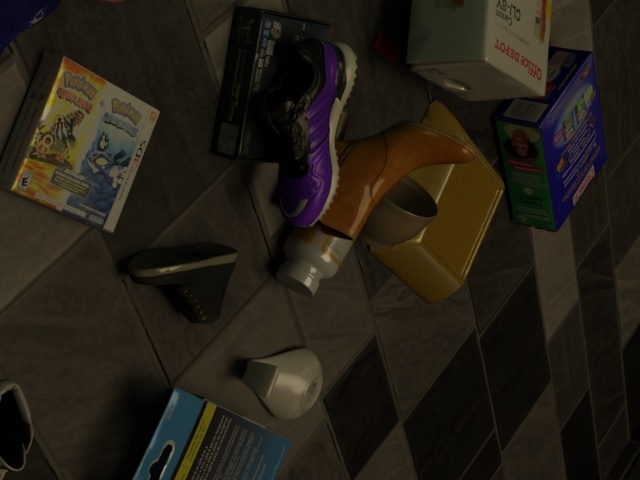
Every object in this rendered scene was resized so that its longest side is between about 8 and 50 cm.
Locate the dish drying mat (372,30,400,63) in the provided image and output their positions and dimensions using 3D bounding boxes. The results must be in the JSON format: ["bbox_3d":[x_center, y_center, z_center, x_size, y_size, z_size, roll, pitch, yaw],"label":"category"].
[{"bbox_3d":[0.118,-0.345,2.169,0.083,0.008,0.032,23,84,-55],"label":"dish drying mat"}]

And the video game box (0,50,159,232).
[{"bbox_3d":[-0.320,-0.126,1.612,0.205,0.048,0.187,27,80,-56],"label":"video game box"}]

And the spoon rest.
[{"bbox_3d":[-0.068,0.245,2.122,0.137,0.084,0.276,-68,159,-5],"label":"spoon rest"}]

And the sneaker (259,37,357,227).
[{"bbox_3d":[-0.042,-0.166,1.845,0.146,0.102,0.293,1,100,-52],"label":"sneaker"}]

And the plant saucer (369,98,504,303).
[{"bbox_3d":[0.256,-0.062,2.427,0.333,0.081,0.333,40,71,-54],"label":"plant saucer"}]

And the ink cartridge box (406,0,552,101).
[{"bbox_3d":[0.298,-0.465,2.168,0.279,0.160,0.385,14,81,-57],"label":"ink cartridge box"}]

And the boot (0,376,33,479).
[{"bbox_3d":[-0.433,0.283,1.560,0.095,0.123,0.258,-25,124,-48],"label":"boot"}]

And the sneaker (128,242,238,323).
[{"bbox_3d":[-0.206,0.075,1.827,0.222,0.083,0.118,-7,111,-55],"label":"sneaker"}]

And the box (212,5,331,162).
[{"bbox_3d":[-0.074,-0.239,1.897,0.183,0.059,0.233,-3,107,-55],"label":"box"}]

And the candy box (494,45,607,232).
[{"bbox_3d":[0.516,-0.223,2.685,0.268,0.122,0.317,-51,139,-31],"label":"candy box"}]

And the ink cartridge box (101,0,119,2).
[{"bbox_3d":[-0.240,-0.391,1.520,0.218,0.092,0.159,-34,132,-63],"label":"ink cartridge box"}]

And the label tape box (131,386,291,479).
[{"bbox_3d":[-0.215,0.375,1.926,0.347,0.115,0.249,36,74,-52],"label":"label tape box"}]

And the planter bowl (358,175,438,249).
[{"bbox_3d":[0.116,-0.052,2.183,0.162,0.162,0.109,-5,135,-54],"label":"planter bowl"}]

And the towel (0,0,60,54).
[{"bbox_3d":[-0.429,-0.334,1.349,0.228,0.076,0.308,-55,142,-36],"label":"towel"}]

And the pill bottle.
[{"bbox_3d":[0.000,0.000,2.068,0.184,0.103,0.103,-59,144,-18],"label":"pill bottle"}]

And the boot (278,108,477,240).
[{"bbox_3d":[0.093,-0.095,2.003,0.104,0.295,0.211,65,41,-70],"label":"boot"}]
